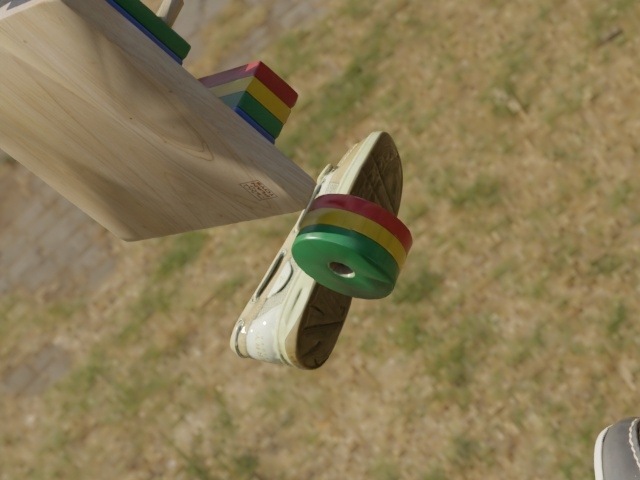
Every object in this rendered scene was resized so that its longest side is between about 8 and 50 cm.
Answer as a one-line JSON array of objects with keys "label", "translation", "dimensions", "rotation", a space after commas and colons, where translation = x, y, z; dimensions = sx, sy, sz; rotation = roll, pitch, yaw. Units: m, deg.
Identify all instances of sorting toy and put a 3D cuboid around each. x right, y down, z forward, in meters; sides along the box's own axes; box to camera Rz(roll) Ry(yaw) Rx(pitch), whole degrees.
[{"label": "sorting toy", "translation": [-0.088, -0.065, 0.659], "dimensions": [0.132, 0.274, 0.046], "rotation": [-10, 49, 50]}]

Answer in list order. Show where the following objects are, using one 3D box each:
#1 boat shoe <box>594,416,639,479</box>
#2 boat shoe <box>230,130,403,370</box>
[{"label": "boat shoe", "translation": [0.279, 0.245, 1.104], "dimensions": [0.095, 0.112, 0.335], "rotation": [-48, 38, 35]}, {"label": "boat shoe", "translation": [0.000, 0.002, 0.879], "dimensions": [0.048, 0.056, 0.153], "rotation": [5, 56, 30]}]
